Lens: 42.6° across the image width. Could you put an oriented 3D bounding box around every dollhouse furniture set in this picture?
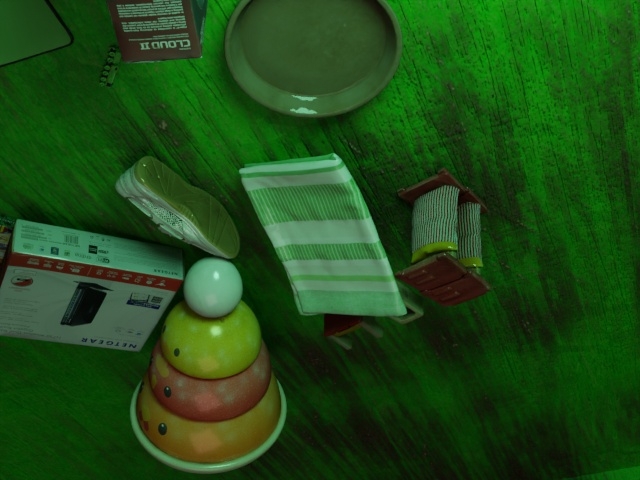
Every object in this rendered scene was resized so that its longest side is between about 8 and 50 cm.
[{"bbox_3d":[0.140,0.045,1.597,0.374,0.201,0.152,-27,135,36],"label":"dollhouse furniture set"}]

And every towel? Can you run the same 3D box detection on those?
[{"bbox_3d":[0.000,0.000,1.488,0.247,0.038,0.325,-3,119,38],"label":"towel"}]

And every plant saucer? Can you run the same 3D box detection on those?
[{"bbox_3d":[-0.011,-0.306,1.280,0.277,0.041,0.278,-1,140,-1],"label":"plant saucer"}]

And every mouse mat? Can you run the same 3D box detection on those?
[{"bbox_3d":[-0.482,-0.349,1.235,0.152,0.007,0.190,-13,140,13],"label":"mouse mat"}]

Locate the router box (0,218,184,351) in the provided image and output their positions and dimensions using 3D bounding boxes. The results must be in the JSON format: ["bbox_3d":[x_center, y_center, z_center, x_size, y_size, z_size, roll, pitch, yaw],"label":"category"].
[{"bbox_3d":[-0.488,0.105,1.695,0.335,0.082,0.301,11,139,-25],"label":"router box"}]

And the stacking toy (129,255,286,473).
[{"bbox_3d":[-0.235,0.220,1.734,0.350,0.351,0.480,2,127,-5],"label":"stacking toy"}]

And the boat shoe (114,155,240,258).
[{"bbox_3d":[-0.266,-0.051,1.541,0.096,0.098,0.277,-23,131,31],"label":"boat shoe"}]

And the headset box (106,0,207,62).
[{"bbox_3d":[-0.212,-0.385,1.037,0.110,0.218,0.293,-3,139,1],"label":"headset box"}]

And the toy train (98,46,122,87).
[{"bbox_3d":[-0.337,-0.277,1.320,0.023,0.017,0.083,7,141,-27],"label":"toy train"}]

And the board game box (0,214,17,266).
[{"bbox_3d":[-0.644,0.045,1.687,0.136,0.030,0.260,16,137,-23],"label":"board game box"}]
